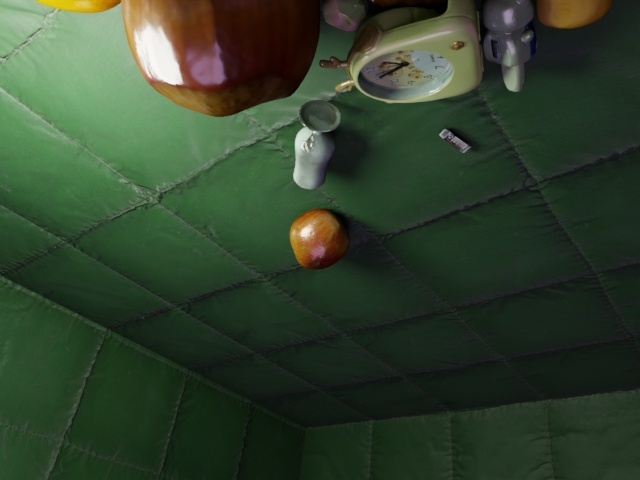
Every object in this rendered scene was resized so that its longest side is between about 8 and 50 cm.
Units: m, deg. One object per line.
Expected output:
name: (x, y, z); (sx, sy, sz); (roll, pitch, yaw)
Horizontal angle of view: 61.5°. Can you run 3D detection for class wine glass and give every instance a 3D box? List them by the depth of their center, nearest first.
wine glass: (-0.014, -0.228, 1.334); (0.103, 0.103, 0.231); (10, 147, -2)

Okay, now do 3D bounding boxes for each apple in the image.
apple: (0.000, 0.000, 1.624); (0.173, 0.160, 0.195); (-23, 145, 6)

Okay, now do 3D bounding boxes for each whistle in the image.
whistle: (0.365, -0.395, 1.033); (0.110, 0.092, 0.244); (37, 164, 44)

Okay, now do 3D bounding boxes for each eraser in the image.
eraser: (0.331, -0.244, 1.314); (0.099, 0.019, 0.027); (27, 127, -24)

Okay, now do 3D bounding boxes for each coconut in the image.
coconut: (0.053, -0.449, 1.039); (0.081, 0.082, 0.083); (0, 106, 50)

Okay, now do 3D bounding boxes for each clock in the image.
clock: (0.160, -0.363, 1.067); (0.308, 0.096, 0.235); (-5, 166, 18)

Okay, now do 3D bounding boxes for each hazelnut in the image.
hazelnut: (-0.180, -0.401, 0.965); (0.366, 0.365, 0.365); (5, 144, 4)

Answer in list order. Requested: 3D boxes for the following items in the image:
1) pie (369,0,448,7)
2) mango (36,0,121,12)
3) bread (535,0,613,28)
pie: (0.169, -0.535, 0.873); (0.289, 0.102, 0.354); (18, 151, -14)
mango: (-0.459, -0.504, 1.005); (0.255, 0.139, 0.176); (4, 163, 37)
bread: (0.452, -0.454, 0.942); (0.134, 0.085, 0.173); (-4, 142, 17)
